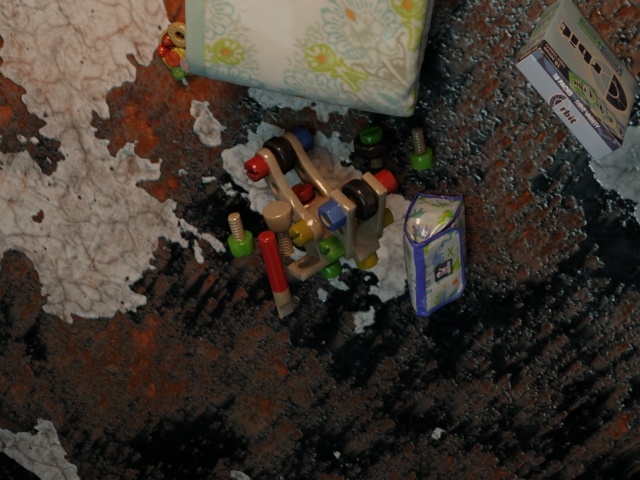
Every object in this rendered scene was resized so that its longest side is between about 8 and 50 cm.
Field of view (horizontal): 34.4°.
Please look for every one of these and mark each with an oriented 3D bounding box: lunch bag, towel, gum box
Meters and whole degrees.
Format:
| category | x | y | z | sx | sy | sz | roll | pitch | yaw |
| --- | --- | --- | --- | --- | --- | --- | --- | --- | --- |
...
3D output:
| category | x | y | z | sx | sy | sz | roll | pitch | yaw |
| --- | --- | --- | --- | --- | --- | --- | --- | --- | --- |
| lunch bag | 0.165 | 0.020 | 1.529 | 0.096 | 0.151 | 0.129 | 5 | 123 | 21 |
| towel | -0.011 | -0.346 | 1.310 | 0.320 | 0.090 | 0.374 | 15 | 129 | 9 |
| gum box | 0.323 | -0.206 | 1.285 | 0.041 | 0.184 | 0.157 | -34 | 105 | 37 |

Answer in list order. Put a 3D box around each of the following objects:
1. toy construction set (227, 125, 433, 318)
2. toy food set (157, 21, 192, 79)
| category | x | y | z | sx | sy | sz | roll | pitch | yaw |
| --- | --- | --- | --- | --- | --- | --- | --- | --- | --- |
| toy construction set | 0.000 | 0.000 | 1.512 | 0.257 | 0.309 | 0.237 | 9 | 130 | 28 |
| toy food set | -0.211 | -0.287 | 1.573 | 0.083 | 0.020 | 0.082 | -31 | 106 | 36 |
